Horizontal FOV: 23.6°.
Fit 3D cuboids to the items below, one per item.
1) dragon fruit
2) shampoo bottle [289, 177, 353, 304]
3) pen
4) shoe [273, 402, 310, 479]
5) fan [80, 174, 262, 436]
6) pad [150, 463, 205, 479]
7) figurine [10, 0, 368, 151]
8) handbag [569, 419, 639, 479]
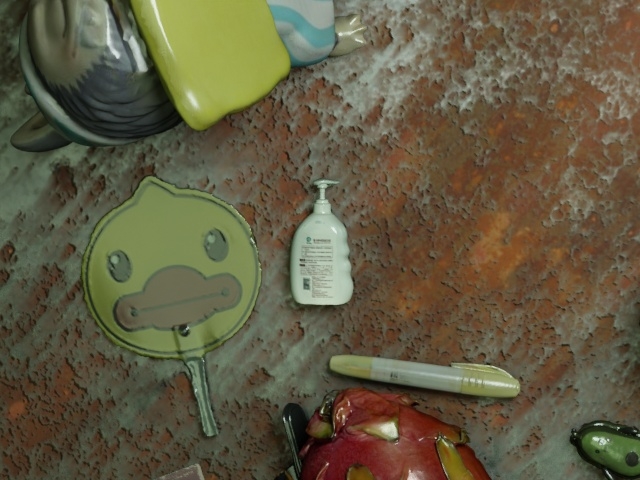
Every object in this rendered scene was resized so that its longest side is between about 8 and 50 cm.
[{"bbox_3d":[0.097,0.327,1.795,0.250,0.250,0.315,-17,114,9],"label":"dragon fruit"},{"bbox_3d":[0.000,0.000,1.849,0.077,0.045,0.152,0,99,9],"label":"shampoo bottle"},{"bbox_3d":[0.127,0.160,1.864,0.233,0.032,0.040,8,75,6],"label":"pen"},{"bbox_3d":[-0.032,0.278,1.885,0.053,0.062,0.159,-11,97,21],"label":"shoe"},{"bbox_3d":[-0.176,0.082,1.899,0.230,0.011,0.335,-12,94,8],"label":"fan"},{"bbox_3d":[-0.171,0.385,1.940,0.113,0.006,0.187,-21,94,9],"label":"pad"},{"bbox_3d":[-0.208,-0.245,1.777,0.378,0.361,0.266,-7,94,41],"label":"figurine"},{"bbox_3d":[0.350,0.251,1.840,0.111,0.047,0.072,20,98,2],"label":"handbag"}]
